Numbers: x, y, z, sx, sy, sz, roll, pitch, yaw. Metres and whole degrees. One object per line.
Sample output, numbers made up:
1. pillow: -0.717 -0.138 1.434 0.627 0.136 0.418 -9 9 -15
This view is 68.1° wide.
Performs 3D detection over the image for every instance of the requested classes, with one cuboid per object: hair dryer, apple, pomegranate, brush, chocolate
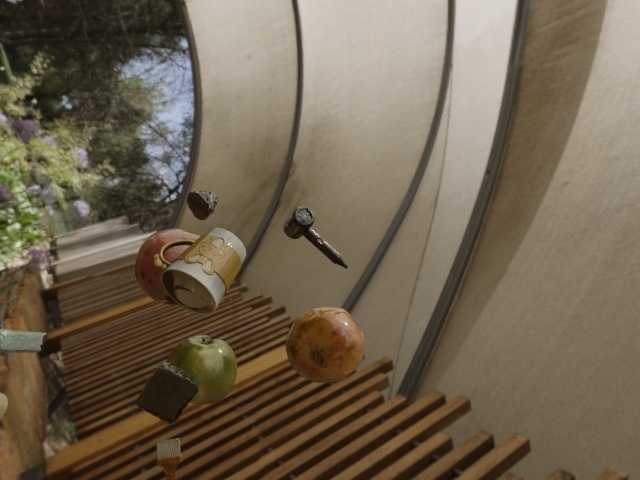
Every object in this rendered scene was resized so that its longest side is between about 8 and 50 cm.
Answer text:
1. hair dryer: 0.000 0.000 2.114 0.352 0.107 0.189 41 -24 -3
2. apple: -0.586 0.100 1.928 0.269 0.345 0.344 50 -33 26
3. pomegranate: 0.027 0.433 2.004 0.338 0.338 0.338 40 -40 44
4. brush: -0.550 0.891 1.744 0.017 0.090 0.314 163 -78 -78
5. apple: -0.490 0.529 1.950 0.292 0.292 0.254 15 -80 58
6. chocolate: -0.544 -0.189 2.265 0.156 0.133 0.156 22 -50 28

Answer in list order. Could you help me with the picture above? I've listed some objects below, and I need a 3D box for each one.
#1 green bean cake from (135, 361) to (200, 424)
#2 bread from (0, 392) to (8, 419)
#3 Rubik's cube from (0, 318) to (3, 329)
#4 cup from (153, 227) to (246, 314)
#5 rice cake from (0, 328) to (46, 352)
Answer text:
1. green bean cake: -0.555 0.552 1.734 0.173 0.181 0.094 33 0 -12
2. bread: -1.157 0.560 1.575 0.141 0.148 0.134 57 10 -51
3. Rubik's cube: -1.260 0.325 1.766 0.254 0.254 0.254 40 -40 44
4. cup: -0.361 0.072 1.407 0.241 0.226 0.185 30 -41 3
5. rice cake: -0.859 0.283 1.325 0.206 0.069 0.063 90 0 -76
